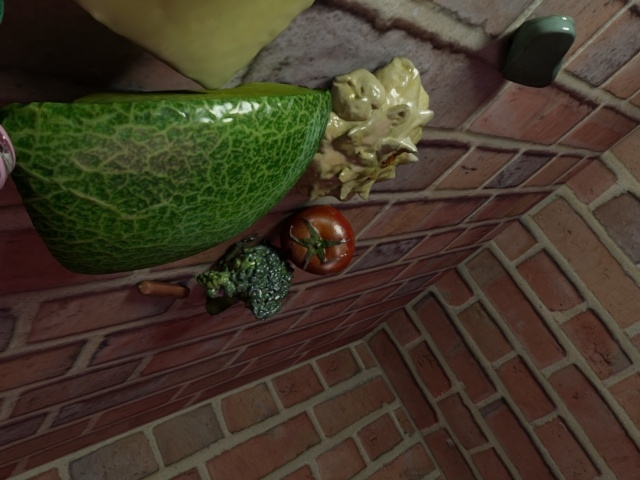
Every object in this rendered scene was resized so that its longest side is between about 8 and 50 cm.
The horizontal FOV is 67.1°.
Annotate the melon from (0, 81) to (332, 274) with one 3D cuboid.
[{"bbox_3d":[-0.141,-0.101,0.570,0.344,0.226,0.331,-12,152,-16],"label":"melon"}]

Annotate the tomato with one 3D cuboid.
[{"bbox_3d":[0.000,0.000,1.077,0.167,0.167,0.167,-27,159,-11],"label":"tomato"}]

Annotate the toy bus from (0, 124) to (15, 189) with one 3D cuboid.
[{"bbox_3d":[-0.309,-0.102,0.323,0.063,0.203,0.090,-38,-172,49],"label":"toy bus"}]

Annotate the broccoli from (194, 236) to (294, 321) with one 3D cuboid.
[{"bbox_3d":[-0.198,0.115,1.082,0.275,0.177,0.199,-26,169,26],"label":"broccoli"}]

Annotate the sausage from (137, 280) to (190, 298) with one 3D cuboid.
[{"bbox_3d":[-0.328,0.105,1.023,0.030,0.035,0.147,-66,156,1],"label":"sausage"}]

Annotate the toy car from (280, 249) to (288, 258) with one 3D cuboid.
[{"bbox_3d":[-0.102,0.039,1.190,0.093,0.025,0.041,-24,157,-27],"label":"toy car"}]

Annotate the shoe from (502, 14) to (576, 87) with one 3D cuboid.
[{"bbox_3d":[0.403,-0.360,0.882,0.251,0.103,0.100,7,96,-78],"label":"shoe"}]

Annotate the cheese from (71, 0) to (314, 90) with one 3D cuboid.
[{"bbox_3d":[-0.076,-0.274,0.360,0.266,0.123,0.243,-36,163,16],"label":"cheese"}]

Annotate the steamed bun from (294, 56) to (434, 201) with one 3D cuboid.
[{"bbox_3d":[0.067,-0.153,0.825,0.296,0.137,0.292,-26,162,-19],"label":"steamed bun"}]

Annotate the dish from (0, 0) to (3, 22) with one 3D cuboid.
[{"bbox_3d":[-0.315,-0.170,0.245,0.078,0.224,0.246,7,162,36],"label":"dish"}]
